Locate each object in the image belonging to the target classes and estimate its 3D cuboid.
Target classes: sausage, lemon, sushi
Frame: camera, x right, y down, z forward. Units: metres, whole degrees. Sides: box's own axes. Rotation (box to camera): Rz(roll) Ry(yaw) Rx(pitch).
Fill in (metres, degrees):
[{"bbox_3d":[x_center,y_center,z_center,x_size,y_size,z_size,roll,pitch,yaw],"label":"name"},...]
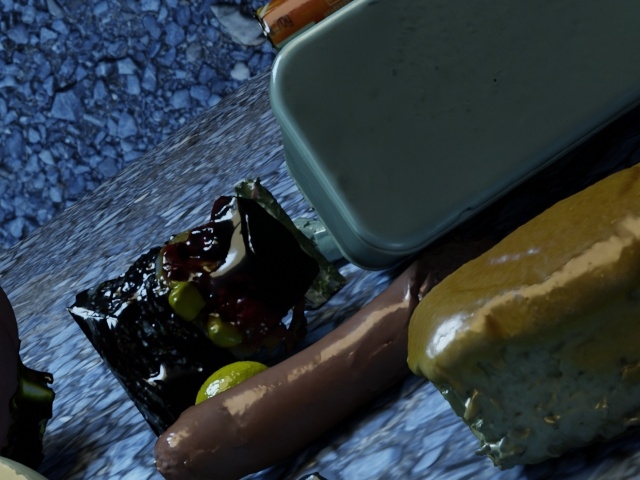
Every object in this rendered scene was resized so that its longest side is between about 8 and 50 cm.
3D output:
[{"bbox_3d":[0.014,0.090,1.283,0.304,0.078,0.078,-34,12,-16],"label":"sausage"},{"bbox_3d":[-0.059,0.123,1.359,0.083,0.062,0.062,-32,11,-17],"label":"lemon"},{"bbox_3d":[0.071,-0.225,1.463,0.264,0.083,0.083,-33,12,0],"label":"sausage"},{"bbox_3d":[-0.085,0.047,1.517,0.150,0.153,0.172,-47,-17,33],"label":"sushi"}]

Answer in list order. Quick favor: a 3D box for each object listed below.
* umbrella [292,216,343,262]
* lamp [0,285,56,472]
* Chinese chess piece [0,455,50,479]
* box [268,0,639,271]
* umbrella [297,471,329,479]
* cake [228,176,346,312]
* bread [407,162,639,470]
[{"bbox_3d":[0.000,0.000,1.710,0.143,0.062,0.067,-19,48,27],"label":"umbrella"},{"bbox_3d":[-0.363,0.149,1.604,0.305,0.239,0.305,-169,90,-72],"label":"lamp"},{"bbox_3d":[-0.218,0.234,0.964,0.250,0.097,0.251,-10,52,13],"label":"Chinese chess piece"},{"bbox_3d":[0.137,-0.128,1.440,0.352,0.177,0.344,-34,-5,-5],"label":"box"},{"bbox_3d":[-0.074,0.220,1.029,0.235,0.059,0.066,-38,-8,-16],"label":"umbrella"},{"bbox_3d":[-0.032,0.004,1.611,0.055,0.140,0.051,6,46,48],"label":"cake"},{"bbox_3d":[0.168,0.029,1.017,0.245,0.121,0.174,-33,13,9],"label":"bread"}]
